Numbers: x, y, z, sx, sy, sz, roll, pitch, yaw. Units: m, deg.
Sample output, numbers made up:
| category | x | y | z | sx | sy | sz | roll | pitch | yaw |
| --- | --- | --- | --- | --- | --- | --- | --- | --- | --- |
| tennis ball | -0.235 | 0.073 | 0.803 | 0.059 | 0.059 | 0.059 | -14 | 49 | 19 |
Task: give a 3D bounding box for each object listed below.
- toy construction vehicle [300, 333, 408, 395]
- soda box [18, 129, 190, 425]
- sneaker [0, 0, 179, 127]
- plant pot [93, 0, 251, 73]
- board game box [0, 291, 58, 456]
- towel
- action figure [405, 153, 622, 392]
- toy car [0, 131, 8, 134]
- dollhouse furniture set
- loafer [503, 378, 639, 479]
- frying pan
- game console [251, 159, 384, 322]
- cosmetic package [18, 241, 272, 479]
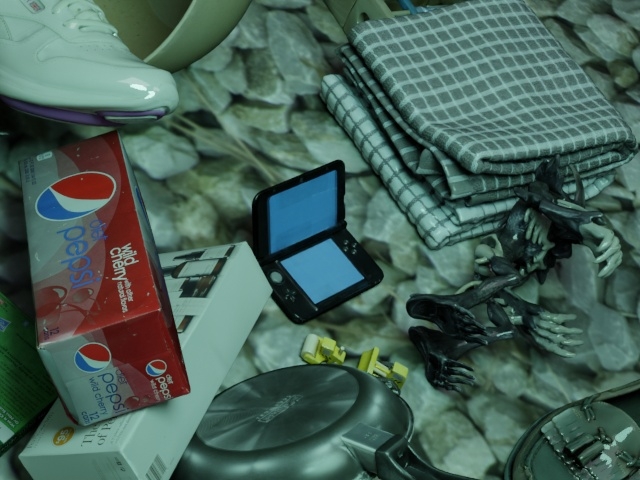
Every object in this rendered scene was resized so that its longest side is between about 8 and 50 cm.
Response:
| category | x | y | z | sx | sy | sz | roll | pitch | yaw |
| --- | --- | --- | --- | --- | --- | --- | --- | --- | --- |
| toy construction vehicle | 0.027 | 0.119 | 1.188 | 0.098 | 0.035 | 0.086 | 29 | 44 | -5 |
| soda box | -0.170 | 0.021 | 1.048 | 0.092 | 0.083 | 0.263 | -17 | 36 | -4 |
| sneaker | -0.240 | -0.189 | 1.150 | 0.305 | 0.152 | 0.114 | 24 | 11 | 27 |
| plant pot | -0.162 | -0.273 | 1.283 | 0.284 | 0.284 | 0.191 | 53 | 22 | 20 |
| board game box | -0.317 | 0.058 | 1.051 | 0.259 | 0.030 | 0.136 | 40 | 42 | 8 |
| towel | 0.169 | -0.138 | 1.431 | 0.283 | 0.121 | 0.235 | -15 | 60 | -37 |
| action figure | 0.202 | 0.034 | 1.280 | 0.141 | 0.164 | 0.275 | 31 | 50 | 26 |
| toy car | -0.350 | -0.125 | 1.118 | 0.188 | 0.149 | 0.155 | 17 | 10 | -46 |
| dollhouse furniture set | 0.108 | -0.303 | 1.493 | 0.129 | 0.184 | 0.129 | -13 | 60 | -37 |
| loafer | 0.274 | 0.168 | 1.250 | 0.267 | 0.084 | 0.096 | -20 | 65 | -40 |
| frying pan | -0.001 | 0.161 | 0.984 | 0.197 | 0.053 | 0.326 | -22 | 20 | -18 |
| game console | 0.000 | 0.000 | 1.250 | 0.122 | 0.071 | 0.107 | -25 | 67 | -41 |
| cosmetic package | -0.130 | 0.098 | 1.064 | 0.060 | 0.099 | 0.239 | 62 | 35 | -28 |
